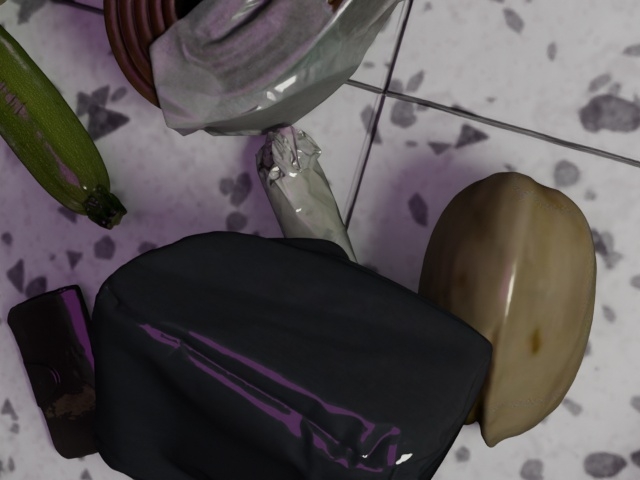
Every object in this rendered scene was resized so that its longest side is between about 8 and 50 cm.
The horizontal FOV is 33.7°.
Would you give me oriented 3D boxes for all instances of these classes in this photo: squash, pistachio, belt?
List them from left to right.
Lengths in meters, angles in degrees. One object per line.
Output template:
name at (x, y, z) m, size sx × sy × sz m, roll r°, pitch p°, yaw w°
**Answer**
squash at (-0.256, -0.108, 0.937) m, size 0.066 × 0.066 × 0.252 m, roll -39°, pitch 85°, yaw 13°
belt at (-0.036, -0.240, 0.852) m, size 0.217 × 0.122 × 0.338 m, roll 35°, pitch 100°, yaw 10°
pistachio at (0.141, 0.059, 0.830) m, size 0.138 × 0.153 × 0.237 m, roll 18°, pitch 126°, yaw 20°

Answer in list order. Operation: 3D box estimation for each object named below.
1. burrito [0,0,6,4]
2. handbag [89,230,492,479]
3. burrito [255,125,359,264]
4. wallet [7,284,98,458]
burrito at (-0.239, -0.341, 0.876) m, size 0.175 × 0.107 × 0.347 m, roll 39°, pitch 95°, yaw -21°
handbag at (-0.035, 0.113, 0.814) m, size 0.275 × 0.302 × 0.178 m, roll 31°, pitch 57°, yaw 11°
burrito at (0.000, 0.000, 0.894) m, size 0.064 × 0.064 × 0.203 m, roll -21°, pitch 91°, yaw 14°
wallet at (-0.233, 0.123, 0.978) m, size 0.082 × 0.018 × 0.156 m, roll -17°, pitch 92°, yaw 14°
